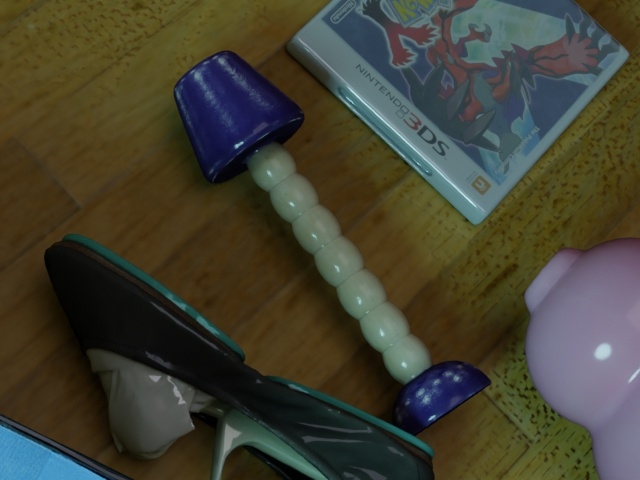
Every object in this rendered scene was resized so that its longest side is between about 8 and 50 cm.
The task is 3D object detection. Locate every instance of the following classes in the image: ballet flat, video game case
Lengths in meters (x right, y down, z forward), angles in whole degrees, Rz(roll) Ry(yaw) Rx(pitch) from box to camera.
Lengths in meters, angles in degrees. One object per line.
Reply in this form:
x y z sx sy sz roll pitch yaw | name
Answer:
-0.059 0.103 1.130 0.280 0.095 0.096 31 70 -6 | ballet flat
0.103 -0.135 1.347 0.183 0.023 0.201 43 58 1 | video game case

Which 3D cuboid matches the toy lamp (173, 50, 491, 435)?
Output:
0.000 0.000 1.209 0.080 0.080 0.274 -29 80 -31 | toy lamp

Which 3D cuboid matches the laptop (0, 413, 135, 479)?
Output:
-0.340 0.246 0.858 0.382 0.236 0.408 27 59 -8 | laptop

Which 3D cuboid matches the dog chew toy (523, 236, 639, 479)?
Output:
0.270 0.124 1.198 0.332 0.206 0.206 40 58 8 | dog chew toy
